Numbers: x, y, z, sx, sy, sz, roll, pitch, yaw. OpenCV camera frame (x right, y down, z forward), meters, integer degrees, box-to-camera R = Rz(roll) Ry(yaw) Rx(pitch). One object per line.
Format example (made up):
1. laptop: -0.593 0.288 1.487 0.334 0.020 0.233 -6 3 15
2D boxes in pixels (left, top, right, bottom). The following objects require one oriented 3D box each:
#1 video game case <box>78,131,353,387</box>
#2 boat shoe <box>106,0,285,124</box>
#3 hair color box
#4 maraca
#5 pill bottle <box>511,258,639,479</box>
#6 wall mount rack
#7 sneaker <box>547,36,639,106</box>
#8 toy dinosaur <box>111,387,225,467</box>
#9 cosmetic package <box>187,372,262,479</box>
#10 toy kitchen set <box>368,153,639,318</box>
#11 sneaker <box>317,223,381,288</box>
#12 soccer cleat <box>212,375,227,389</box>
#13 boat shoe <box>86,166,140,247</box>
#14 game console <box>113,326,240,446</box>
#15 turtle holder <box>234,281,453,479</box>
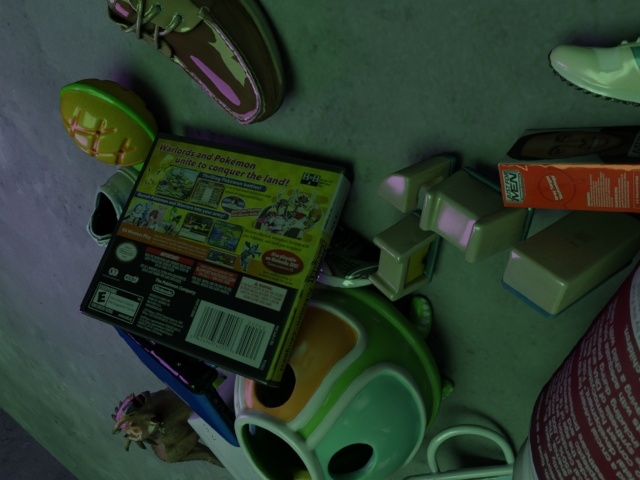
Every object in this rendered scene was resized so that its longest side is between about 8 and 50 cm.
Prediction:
1. video game case: -0.126 0.007 0.677 0.275 0.248 0.035 14 167 25
2. boat shoe: -0.167 -0.248 0.597 0.324 0.116 0.123 51 139 -5
3. hair color box: 0.224 -0.058 0.460 0.141 0.072 0.043 5 125 37
4. maraca: -0.267 -0.144 0.784 0.127 0.099 0.186 2 148 42
5. pill bottle: 0.293 0.143 0.431 0.224 0.224 0.392 29 145 19
6. wall mount rack: 0.272 0.398 0.745 0.305 0.130 0.349 -14 115 20
7. sneaker: 0.249 -0.128 0.407 0.161 0.057 0.075 26 118 23
8. toy dinosaur: -0.297 0.367 1.130 0.127 0.200 0.295 4 125 37
9. cosmetic package: -0.060 0.324 0.949 0.225 0.138 0.224 -28 102 46
10. toy kitchen set: 0.163 0.019 0.566 0.207 0.122 0.166 41 143 37
11. sneaker: 0.000 0.000 0.697 0.178 0.072 0.077 14 119 24
12. soccer cleat: -0.165 0.338 1.094 0.179 0.072 0.060 50 139 -4
13. boat shoe: -0.337 -0.036 0.930 0.079 0.081 0.227 44 143 3
14. game console: -0.188 0.118 0.866 0.293 0.173 0.250 25 148 41
15. turtle holder: 0.010 0.212 0.733 0.244 0.227 0.320 29 136 18
